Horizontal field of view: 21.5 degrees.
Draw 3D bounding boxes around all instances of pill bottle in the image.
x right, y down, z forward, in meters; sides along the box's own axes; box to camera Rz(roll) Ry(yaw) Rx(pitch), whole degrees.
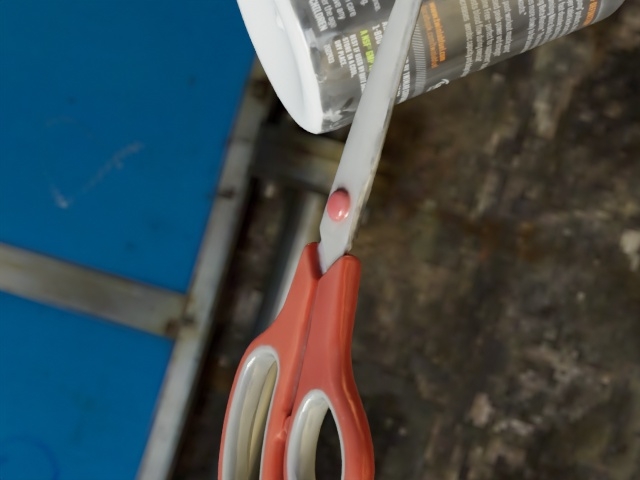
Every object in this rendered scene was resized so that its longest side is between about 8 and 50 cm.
[{"bbox_3d":[0.082,-0.160,0.924,0.130,0.245,0.130,158,90,-80],"label":"pill bottle"}]

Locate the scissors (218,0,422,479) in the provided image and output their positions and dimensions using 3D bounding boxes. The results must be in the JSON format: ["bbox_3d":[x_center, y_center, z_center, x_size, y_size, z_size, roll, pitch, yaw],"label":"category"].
[{"bbox_3d":[0.000,0.000,0.811,0.021,0.109,0.297,9,-94,-36],"label":"scissors"}]
